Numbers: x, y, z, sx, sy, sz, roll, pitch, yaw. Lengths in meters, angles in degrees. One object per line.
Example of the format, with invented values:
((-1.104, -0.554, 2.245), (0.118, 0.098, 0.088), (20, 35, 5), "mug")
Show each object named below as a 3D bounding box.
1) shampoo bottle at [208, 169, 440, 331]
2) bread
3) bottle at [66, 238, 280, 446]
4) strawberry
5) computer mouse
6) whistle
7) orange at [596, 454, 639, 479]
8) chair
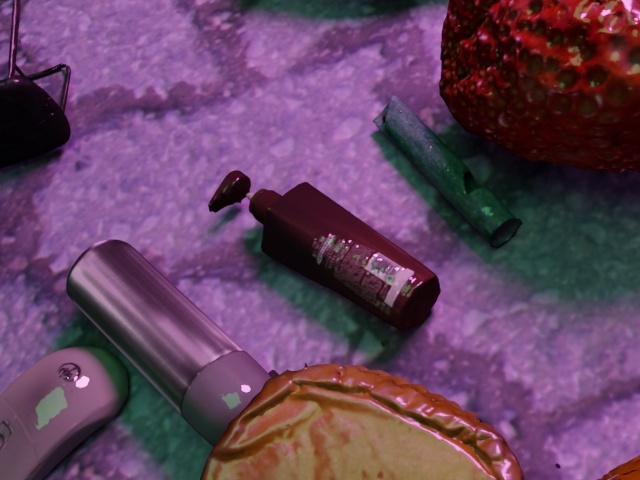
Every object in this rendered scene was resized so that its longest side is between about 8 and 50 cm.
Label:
((-0.001, 0.002, 0.979), (0.236, 0.067, 0.068), (33, 56, 28), "shampoo bottle")
((0.039, 0.220, 0.811), (0.253, 0.142, 0.227), (27, 71, 22), "bread")
((-0.125, 0.093, 0.958), (0.096, 0.079, 0.254), (-20, 48, -42), "bottle")
((0.241, -0.168, 0.920), (0.288, 0.238, 0.250), (-28, 49, 32), "strawberry")
((-0.260, 0.163, 0.965), (0.182, 0.056, 0.089), (-45, 57, -10), "computer mouse")
((0.116, -0.068, 1.002), (0.039, 0.039, 0.186), (-36, 59, -6), "whistle")
((0.251, 0.264, 0.657), (0.274, 0.274, 0.274), (-6, 61, 11), "orange")
((-0.337, -0.113, 1.085), (0.145, 0.140, 0.221), (-18, 62, 6), "chair")
